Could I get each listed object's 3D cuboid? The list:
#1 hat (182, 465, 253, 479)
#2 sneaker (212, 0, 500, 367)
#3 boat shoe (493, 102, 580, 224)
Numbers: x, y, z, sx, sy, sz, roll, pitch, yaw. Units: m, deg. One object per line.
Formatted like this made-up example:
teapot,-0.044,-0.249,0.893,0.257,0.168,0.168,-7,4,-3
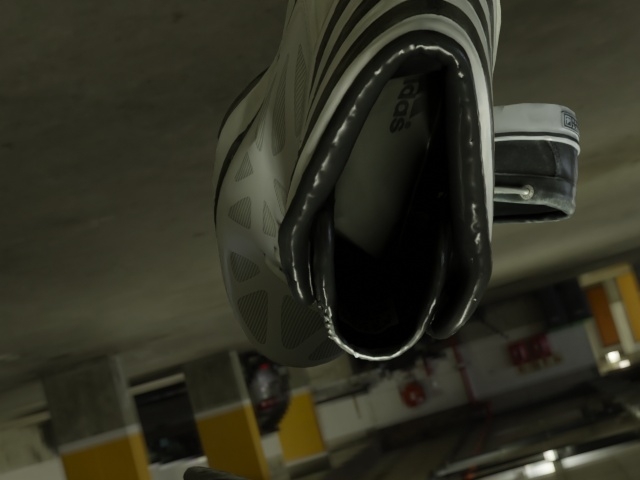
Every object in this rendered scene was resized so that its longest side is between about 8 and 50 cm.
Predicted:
hat,0.033,0.259,0.804,0.331,0.134,0.331,14,167,3
sneaker,-0.001,-0.001,0.733,0.169,0.258,0.448,13,137,-3
boat shoe,0.075,-0.039,0.984,0.306,0.105,0.113,-5,162,27
